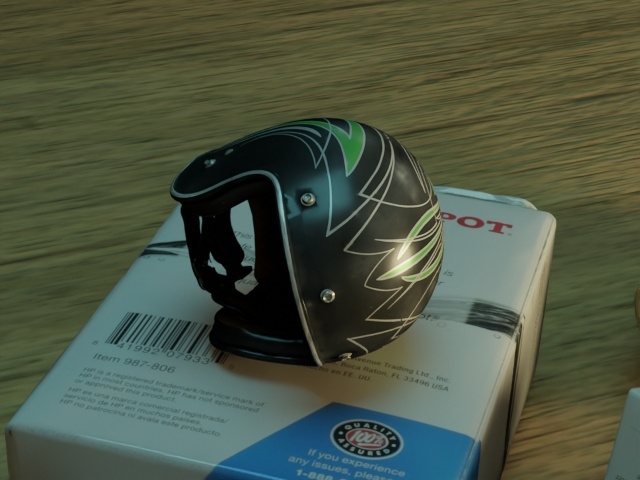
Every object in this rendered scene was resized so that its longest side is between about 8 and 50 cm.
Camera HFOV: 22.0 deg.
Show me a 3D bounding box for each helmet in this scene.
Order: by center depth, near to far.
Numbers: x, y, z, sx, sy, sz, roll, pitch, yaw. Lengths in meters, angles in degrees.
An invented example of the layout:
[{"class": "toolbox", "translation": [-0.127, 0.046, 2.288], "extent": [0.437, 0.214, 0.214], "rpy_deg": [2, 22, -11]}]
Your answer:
[{"class": "helmet", "translation": [0.000, 0.000, 1.047], "extent": [0.162, 0.169, 0.169], "rpy_deg": [1, 25, 34]}]

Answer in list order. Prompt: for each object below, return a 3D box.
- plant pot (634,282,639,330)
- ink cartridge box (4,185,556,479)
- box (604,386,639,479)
[{"class": "plant pot", "translation": [0.398, 0.014, 1.342], "extent": [0.274, 0.256, 0.256], "rpy_deg": [-34, 43, -22]}, {"class": "ink cartridge box", "translation": [-0.008, 0.111, 1.183], "extent": [0.286, 0.166, 0.395], "rpy_deg": [11, 32, 14]}, {"class": "box", "translation": [0.307, 0.177, 1.071], "extent": [0.182, 0.119, 0.181], "rpy_deg": [2, 17, -43]}]
